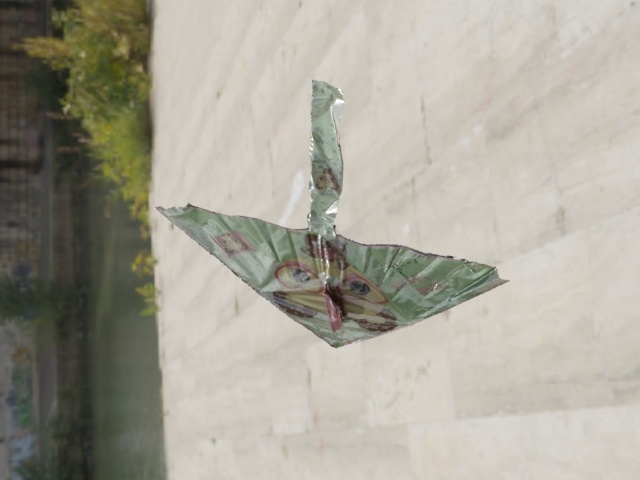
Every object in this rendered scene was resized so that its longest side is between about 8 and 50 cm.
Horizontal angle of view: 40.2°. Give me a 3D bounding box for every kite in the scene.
[{"bbox_3d":[0.000,-0.001,0.529,0.250,0.229,0.012,87,-160,-50],"label":"kite"}]
